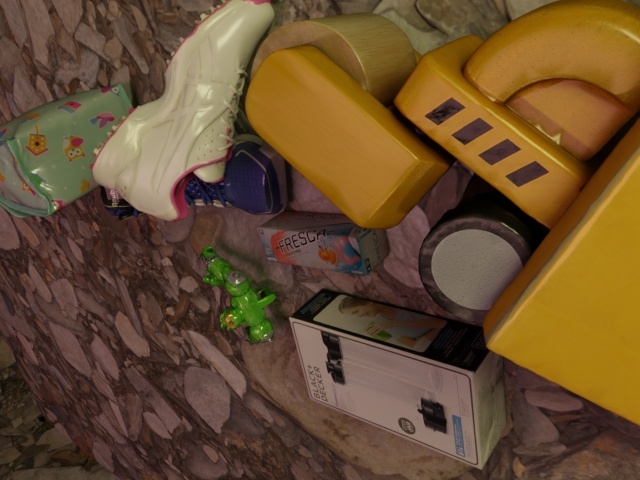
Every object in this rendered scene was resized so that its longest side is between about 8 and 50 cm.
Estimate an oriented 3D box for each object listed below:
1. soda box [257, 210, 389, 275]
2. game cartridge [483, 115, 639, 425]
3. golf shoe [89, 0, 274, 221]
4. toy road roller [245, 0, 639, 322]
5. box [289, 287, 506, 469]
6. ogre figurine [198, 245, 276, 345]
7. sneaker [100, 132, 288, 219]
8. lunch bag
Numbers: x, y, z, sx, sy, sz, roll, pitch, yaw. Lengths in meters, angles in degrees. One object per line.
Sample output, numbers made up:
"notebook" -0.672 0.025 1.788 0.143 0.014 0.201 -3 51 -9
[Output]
"soda box" 0.000 0.000 0.767 0.183 0.063 0.058 5 121 40
"game cartridge" 0.305 0.006 0.325 0.285 0.052 0.323 27 120 0
"golf shoe" -0.141 -0.156 0.683 0.140 0.115 0.306 41 102 -1
"toy road roller" 0.128 -0.122 0.470 0.329 0.202 0.240 40 126 6
"box" 0.104 0.184 0.784 0.290 0.087 0.169 12 125 37
"ogre figurine" -0.137 0.103 0.951 0.118 0.097 0.197 12 112 59
"sneaker" -0.210 -0.084 0.810 0.316 0.182 0.127 19 131 33
"lunch bag" -0.457 -0.152 0.956 0.262 0.223 0.160 4 126 42
